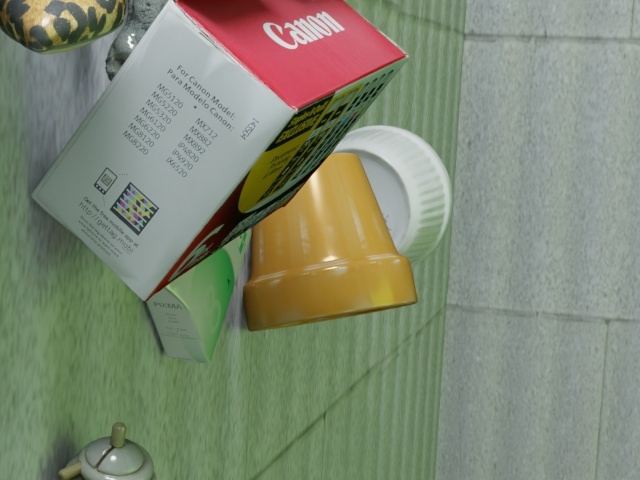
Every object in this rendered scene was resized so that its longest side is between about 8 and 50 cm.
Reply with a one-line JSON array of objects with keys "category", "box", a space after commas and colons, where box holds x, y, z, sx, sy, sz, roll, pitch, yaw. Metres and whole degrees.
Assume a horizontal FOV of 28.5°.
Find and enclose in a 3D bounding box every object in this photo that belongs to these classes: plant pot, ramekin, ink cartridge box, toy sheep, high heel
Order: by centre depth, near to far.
[{"category": "high heel", "box": [-0.178, -0.245, 0.864, 0.261, 0.093, 0.186, -93, -174, -60]}, {"category": "ink cartridge box", "box": [-0.051, -0.125, 1.047, 0.272, 0.130, 0.309, -49, 176, 25]}, {"category": "toy sheep", "box": [-0.179, 0.210, 1.058, 0.091, 0.091, 0.132, -57, 167, -61]}, {"category": "ink cartridge box", "box": [-0.130, -0.017, 1.241, 0.224, 0.056, 0.181, 81, 19, -48]}, {"category": "plant pot", "box": [0.000, 0.000, 1.503, 0.205, 0.205, 0.188, 10, 70, -76]}, {"category": "ramekin", "box": [0.066, -0.050, 1.703, 0.109, 0.207, 0.207, -19, 113, -65]}]

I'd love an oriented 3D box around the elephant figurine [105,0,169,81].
[{"category": "elephant figurine", "box": [-0.112, -0.262, 1.086, 0.186, 0.169, 0.239, -2, 112, -32]}]
